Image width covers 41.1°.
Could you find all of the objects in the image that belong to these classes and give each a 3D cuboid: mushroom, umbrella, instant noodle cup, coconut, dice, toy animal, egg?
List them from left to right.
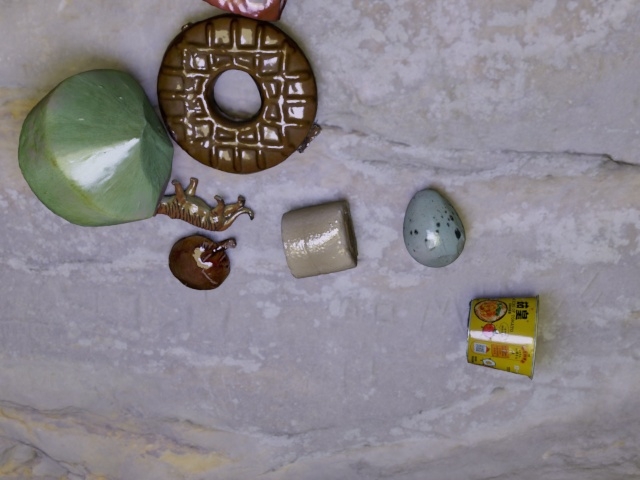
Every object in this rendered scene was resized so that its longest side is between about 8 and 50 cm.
[{"bbox_3d":[-0.425,-0.173,1.662,0.328,0.281,0.329,12,107,45],"label":"coconut"},{"bbox_3d":[-0.261,-0.073,1.824,0.241,0.057,0.099,19,118,-5],"label":"toy animal"},{"bbox_3d":[-0.251,0.044,1.852,0.170,0.080,0.135,-32,116,18],"label":"mushroom"},{"bbox_3d":[-0.135,-0.511,1.576,0.173,0.175,0.179,18,115,-3],"label":"dice"},{"bbox_3d":[-0.024,-0.214,1.766,0.031,0.020,0.083,22,112,-21],"label":"umbrella"},{"bbox_3d":[0.234,-0.025,1.763,0.131,0.131,0.164,-10,105,8],"label":"egg"},{"bbox_3d":[0.387,0.200,1.824,0.144,0.182,0.182,4,112,12],"label":"instant noodle cup"}]

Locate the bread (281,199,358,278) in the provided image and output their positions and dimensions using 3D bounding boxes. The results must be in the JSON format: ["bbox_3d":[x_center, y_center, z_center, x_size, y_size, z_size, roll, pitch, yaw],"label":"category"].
[{"bbox_3d":[0.000,0.000,1.787,0.141,0.134,0.148,-12,123,9],"label":"bread"}]

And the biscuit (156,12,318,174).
[{"bbox_3d":[-0.163,-0.286,1.700,0.331,0.103,0.332,2,111,4],"label":"biscuit"}]
